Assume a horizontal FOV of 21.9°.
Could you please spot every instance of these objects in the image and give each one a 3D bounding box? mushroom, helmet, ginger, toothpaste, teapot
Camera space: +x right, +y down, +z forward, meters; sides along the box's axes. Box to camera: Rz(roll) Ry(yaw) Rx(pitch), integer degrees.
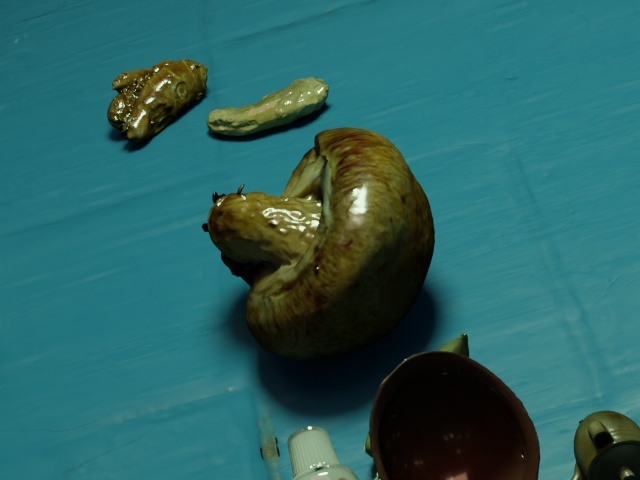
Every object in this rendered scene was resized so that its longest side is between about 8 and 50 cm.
[{"bbox_3d":[0.004,0.002,1.783,0.283,0.195,0.263,18,85,46],"label":"mushroom"},{"bbox_3d":[0.108,0.191,1.530,0.155,0.175,0.106,-34,1,-17],"label":"helmet"},{"bbox_3d":[-0.237,-0.202,2.283,0.103,0.073,0.162,16,48,40],"label":"ginger"},{"bbox_3d":[0.015,0.284,1.522,0.099,0.068,0.282,-40,38,18],"label":"toothpaste"},{"bbox_3d":[0.245,0.201,1.511,0.110,0.085,0.080,-36,32,9],"label":"teapot"},{"bbox_3d":[-0.071,-0.174,2.190,0.173,0.051,0.069,-13,32,5],"label":"ginger"}]

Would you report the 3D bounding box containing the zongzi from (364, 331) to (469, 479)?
[{"bbox_3d":[0.083,0.164,1.589,0.062,0.130,0.154,41,63,19],"label":"zongzi"}]
